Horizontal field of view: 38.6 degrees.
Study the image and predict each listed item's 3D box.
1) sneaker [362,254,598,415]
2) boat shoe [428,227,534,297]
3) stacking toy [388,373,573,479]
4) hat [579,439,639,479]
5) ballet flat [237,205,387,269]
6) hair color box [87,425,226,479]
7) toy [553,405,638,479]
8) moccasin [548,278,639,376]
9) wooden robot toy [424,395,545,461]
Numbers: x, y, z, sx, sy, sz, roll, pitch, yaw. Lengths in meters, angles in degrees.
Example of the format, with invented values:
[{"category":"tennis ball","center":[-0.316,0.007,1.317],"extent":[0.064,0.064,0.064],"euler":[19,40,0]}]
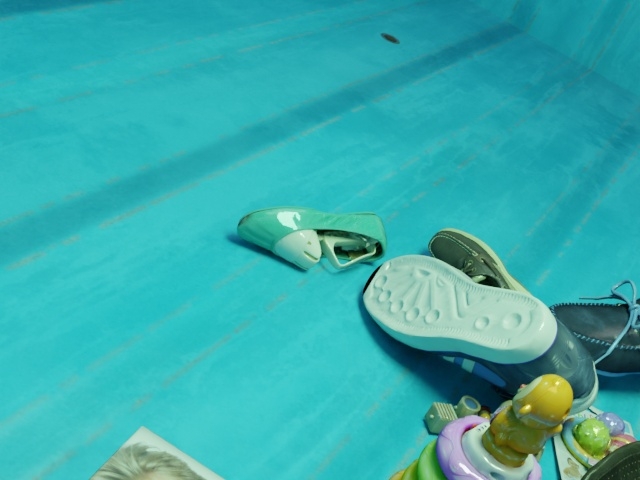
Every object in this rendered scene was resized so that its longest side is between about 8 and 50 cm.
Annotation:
[{"category":"sneaker","center":[0.226,0.148,1.258],"extent":[0.322,0.130,0.236],"euler":[15,-25,48]},{"category":"boat shoe","center":[0.246,0.063,1.411],"extent":[0.223,0.080,0.073],"euler":[46,31,23]},{"category":"stacking toy","center":[0.144,0.233,0.852],"extent":[0.175,0.302,0.166],"euler":[-10,46,-44]},{"category":"hat","center":[0.326,0.369,0.905],"extent":[0.331,0.134,0.332],"euler":[6,72,-20]},{"category":"ballet flat","center":[0.000,0.000,1.331],"extent":[0.247,0.083,0.087],"euler":[0,53,-33]},{"category":"hair color box","center":[-0.066,0.322,0.755],"extent":[0.347,0.105,0.174],"euler":[30,30,9]},{"category":"toy","center":[0.380,0.277,1.203],"extent":[0.136,0.056,0.237],"euler":[24,30,-5]},{"category":"moccasin","center":[0.480,0.124,1.362],"extent":[0.341,0.117,0.138],"euler":[6,41,-25]},{"category":"wooden robot toy","center":[0.224,0.221,1.151],"extent":[0.173,0.079,0.076],"euler":[20,31,-10]}]
